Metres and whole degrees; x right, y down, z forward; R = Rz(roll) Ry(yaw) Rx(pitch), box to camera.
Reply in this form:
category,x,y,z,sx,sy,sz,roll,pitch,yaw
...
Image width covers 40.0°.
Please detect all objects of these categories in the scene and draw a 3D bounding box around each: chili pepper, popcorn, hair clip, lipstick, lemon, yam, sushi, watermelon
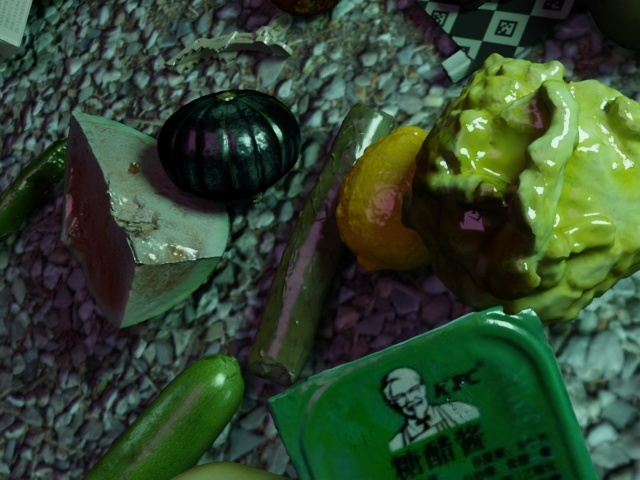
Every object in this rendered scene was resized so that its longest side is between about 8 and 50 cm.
category,x,y,z,sx,sy,sz,roll,pitch,yaw
chili pepper,-0.470,-0.052,1.380,0.359,0.076,0.085,-43,33,7
popcorn,0.211,-0.055,0.884,0.237,0.293,0.293,-15,59,-17
hair clip,-0.138,-0.294,1.316,0.225,0.034,0.072,-3,67,29
lipstick,0.206,-0.242,1.120,0.107,0.025,0.025,-34,59,7
lemon,0.093,-0.048,1.036,0.142,0.142,0.187,11,76,30
yam,0.000,0.000,1.108,0.083,0.083,0.372,14,77,31
sushi,0.231,-0.357,1.120,0.219,0.047,0.231,-36,59,3
watermelon,-0.257,-0.040,1.195,0.224,0.180,0.305,-32,57,-3

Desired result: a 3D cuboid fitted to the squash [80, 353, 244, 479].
category,x,y,z,sx,sy,sz,roll,pitch,yaw
squash,-0.228,0.292,1.100,0.379,0.101,0.101,-46,57,2

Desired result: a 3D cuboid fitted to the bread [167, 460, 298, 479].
category,x,y,z,sx,sy,sz,roll,pitch,yaw
bread,-0.092,0.408,0.945,0.332,0.160,0.333,-9,63,19

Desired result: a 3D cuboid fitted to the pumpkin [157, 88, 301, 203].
category,x,y,z,sx,sy,sz,roll,pitch,yaw
pumpkin,-0.121,-0.129,1.163,0.194,0.194,0.150,25,105,33

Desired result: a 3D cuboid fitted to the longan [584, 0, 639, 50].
category,x,y,z,sx,sy,sz,roll,pitch,yaw
longan,0.371,-0.306,0.978,0.189,0.189,0.189,-10,67,24

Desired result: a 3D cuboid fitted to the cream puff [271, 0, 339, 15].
category,x,y,z,sx,sy,sz,roll,pitch,yaw
cream puff,-0.014,-0.385,1.256,0.149,0.084,0.149,-10,63,21

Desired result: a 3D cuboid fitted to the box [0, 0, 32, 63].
category,x,y,z,sx,sy,sz,roll,pitch,yaw
box,-0.546,-0.469,1.534,0.200,0.065,0.344,-14,63,51

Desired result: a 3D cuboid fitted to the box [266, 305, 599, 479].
category,x,y,z,sx,sy,sz,roll,pitch,yaw
box,0.126,0.245,0.854,0.264,0.106,0.337,-21,95,-2
